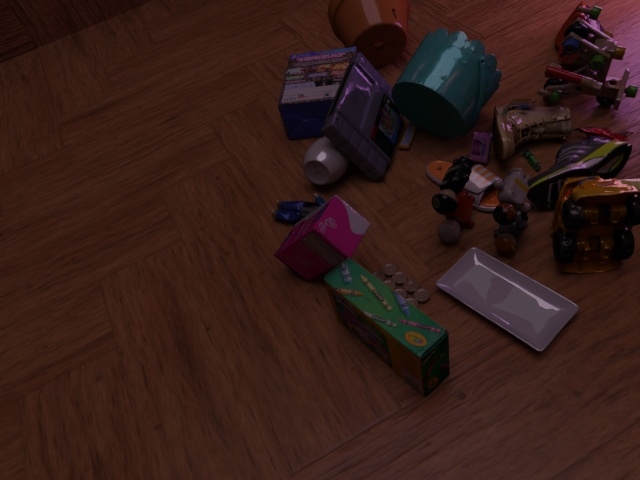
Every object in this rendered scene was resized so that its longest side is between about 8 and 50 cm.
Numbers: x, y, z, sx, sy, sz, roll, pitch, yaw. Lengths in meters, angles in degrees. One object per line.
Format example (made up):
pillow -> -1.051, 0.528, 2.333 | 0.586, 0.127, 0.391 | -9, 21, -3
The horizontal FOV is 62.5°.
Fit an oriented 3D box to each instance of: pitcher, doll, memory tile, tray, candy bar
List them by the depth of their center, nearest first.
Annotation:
tray -> 0.403, 0.126, 1.160 | 0.145, 0.030, 0.270 | -39, 51, -20
memory tile -> 0.172, 0.120, 1.239 | 0.113, 0.012, 0.148 | -36, 50, -17
doll -> -0.034, -0.080, 1.447 | 0.189, 0.046, 0.129 | 9, 53, 22
pitcher -> 0.012, -0.248, 1.547 | 0.178, 0.125, 0.207 | -8, 34, 36
candy bar -> 0.274, -0.329, 1.604 | 0.040, 0.018, 0.161 | 11, 52, 23

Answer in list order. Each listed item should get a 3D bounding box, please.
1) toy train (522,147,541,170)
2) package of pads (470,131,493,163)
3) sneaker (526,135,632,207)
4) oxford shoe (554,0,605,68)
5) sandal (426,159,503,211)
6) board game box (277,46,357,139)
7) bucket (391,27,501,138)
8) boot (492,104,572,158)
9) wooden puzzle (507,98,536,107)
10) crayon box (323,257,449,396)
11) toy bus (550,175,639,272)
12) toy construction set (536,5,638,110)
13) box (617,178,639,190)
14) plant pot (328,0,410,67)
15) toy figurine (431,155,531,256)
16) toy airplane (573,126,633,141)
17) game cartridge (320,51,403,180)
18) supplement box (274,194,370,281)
toy train -> 0.571, -0.220, 1.425 | 0.017, 0.023, 0.083 | -18, 47, -1
package of pads -> 0.442, -0.255, 1.450 | 0.050, 0.083, 0.032 | 15, 34, 26
sneaker -> 0.630, -0.178, 1.334 | 0.300, 0.111, 0.121 | -24, 38, -14
oxford shoe -> 0.846, -0.646, 1.690 | 0.133, 0.130, 0.363 | 27, 51, -2
sandal -> 0.384, -0.164, 1.389 | 0.102, 0.076, 0.265 | -41, 52, -20
board game box -> 0.006, -0.485, 1.728 | 0.232, 0.141, 0.290 | -3, 49, 13
bucket -> 0.352, -0.435, 1.501 | 0.281, 0.281, 0.183 | 29, 80, 33
boot -> 0.576, -0.299, 1.430 | 0.204, 0.095, 0.262 | 3, 32, 15
wooden puzzle -> 0.561, -0.378, 1.467 | 0.079, 0.014, 0.116 | 6, 26, 33
crayon box -> 0.136, 0.176, 1.095 | 0.081, 0.165, 0.278 | -38, 51, -19
toy bus -> 0.590, -0.069, 1.165 | 0.150, 0.220, 0.211 | -3, 43, 8
toy construction set -> 0.746, -0.451, 1.424 | 0.237, 0.257, 0.309 | 25, 43, 18
box -> 0.798, -0.100, 1.237 | 0.233, 0.058, 0.087 | -2, 49, 14
plant pot -> 0.184, -0.749, 1.842 | 0.291, 0.291, 0.203 | -12, 63, 5
toy figurine -> 0.374, -0.071, 1.224 | 0.210, 0.213, 0.148 | 19, 66, 25
toy airplane -> 0.752, -0.284, 1.401 | 0.151, 0.028, 0.151 | 4, 18, -1
game cartridge -> 0.139, -0.367, 1.543 | 0.068, 0.230, 0.354 | -29, 33, 45
supplement box -> 0.000, 0.000, 1.241 | 0.220, 0.114, 0.111 | -30, 23, 56
